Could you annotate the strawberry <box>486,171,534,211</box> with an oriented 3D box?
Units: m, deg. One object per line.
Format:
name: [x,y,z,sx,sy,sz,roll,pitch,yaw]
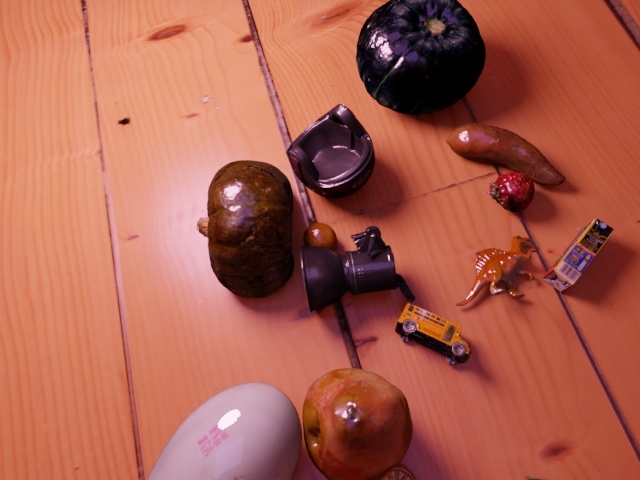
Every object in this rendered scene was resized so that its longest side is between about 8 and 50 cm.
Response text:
strawberry: [0.453,-0.117,1.084,0.106,0.106,0.106,-2,69,4]

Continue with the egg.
egg: [-0.185,0.432,0.853,0.230,0.230,0.371,37,80,17]

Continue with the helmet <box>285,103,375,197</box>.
helmet: [0.027,-0.199,1.099,0.189,0.193,0.216,-44,58,-9]

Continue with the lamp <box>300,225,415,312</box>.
lamp: [0.077,0.060,1.014,0.227,0.147,0.172,-10,102,1]

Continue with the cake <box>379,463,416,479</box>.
cake: [0.148,0.478,0.906,0.084,0.044,0.084,-2,69,5]

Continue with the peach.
peach: [0.065,0.336,0.870,0.214,0.235,0.214,0,60,0]

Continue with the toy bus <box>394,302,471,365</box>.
toy bus: [0.244,0.199,0.994,0.162,0.070,0.074,24,62,15]

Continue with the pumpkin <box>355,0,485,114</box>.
pumpkin: [0.239,-0.453,1.165,0.315,0.238,0.315,3,77,-12]

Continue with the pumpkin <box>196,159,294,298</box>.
pumpkin: [-0.179,-0.053,1.045,0.242,0.232,0.325,-9,65,4]

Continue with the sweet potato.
sweet potato: [0.452,-0.217,1.127,0.291,0.097,0.097,23,72,11]

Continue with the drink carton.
drink carton: [0.571,0.033,1.030,0.056,0.071,0.166,41,78,14]

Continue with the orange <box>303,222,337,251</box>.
orange: [0.000,0.000,1.090,0.085,0.085,0.085,-2,69,4]

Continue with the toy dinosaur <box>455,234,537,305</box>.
toy dinosaur: [0.392,0.062,1.044,0.212,0.057,0.142,-9,57,0]

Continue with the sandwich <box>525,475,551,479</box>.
sandwich: [0.437,0.479,0.889,0.083,0.031,0.044,4,65,8]
